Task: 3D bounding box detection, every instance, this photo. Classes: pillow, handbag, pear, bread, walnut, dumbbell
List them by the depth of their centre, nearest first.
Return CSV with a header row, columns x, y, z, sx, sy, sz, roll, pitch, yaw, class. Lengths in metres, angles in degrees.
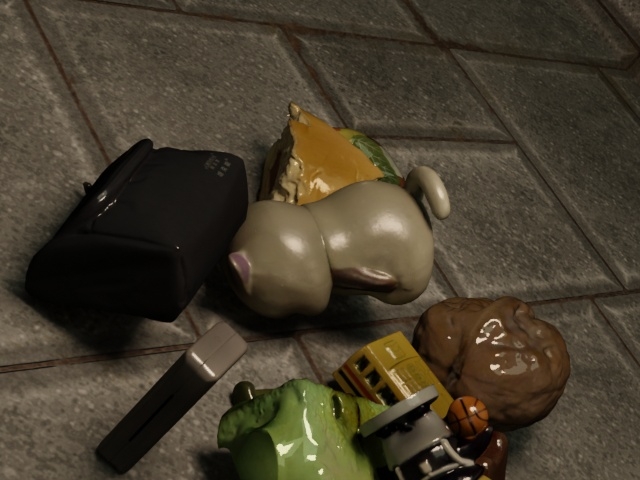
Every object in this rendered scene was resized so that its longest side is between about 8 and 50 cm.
x,y,z,sx,sy,sz,roll,pitch,yaw,class
0.003,0.351,1.548,0.286,0.176,0.281,25,40,-50,pear
-0.272,-0.037,1.655,0.275,0.177,0.302,9,34,12,handbag
-0.075,0.234,1.718,0.118,0.046,0.052,3,54,-40,dumbbell
0.281,0.205,1.915,0.273,0.273,0.227,-3,89,-44,walnut
-0.056,-0.110,2.012,0.211,0.183,0.224,-23,65,-46,bread
0.061,-0.127,2.228,0.214,0.086,0.233,-6,56,-32,pillow

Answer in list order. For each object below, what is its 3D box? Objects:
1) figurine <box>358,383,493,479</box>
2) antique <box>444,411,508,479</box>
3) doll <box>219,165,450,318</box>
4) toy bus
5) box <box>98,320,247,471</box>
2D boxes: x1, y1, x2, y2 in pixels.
x,y,z,sx,sy,sz,roll,pitch,yaw,class
0.169,0.313,1.503,0.236,0.176,0.133,62,12,11,figurine
0.191,0.368,1.647,0.143,0.256,0.121,9,17,24,antique
0.018,0.019,1.850,0.370,0.226,0.215,-16,33,-11,doll
0.166,0.305,1.790,0.121,0.123,0.335,-15,61,-49,toy bus
-0.191,0.203,1.472,0.055,0.243,0.103,44,35,2,box
